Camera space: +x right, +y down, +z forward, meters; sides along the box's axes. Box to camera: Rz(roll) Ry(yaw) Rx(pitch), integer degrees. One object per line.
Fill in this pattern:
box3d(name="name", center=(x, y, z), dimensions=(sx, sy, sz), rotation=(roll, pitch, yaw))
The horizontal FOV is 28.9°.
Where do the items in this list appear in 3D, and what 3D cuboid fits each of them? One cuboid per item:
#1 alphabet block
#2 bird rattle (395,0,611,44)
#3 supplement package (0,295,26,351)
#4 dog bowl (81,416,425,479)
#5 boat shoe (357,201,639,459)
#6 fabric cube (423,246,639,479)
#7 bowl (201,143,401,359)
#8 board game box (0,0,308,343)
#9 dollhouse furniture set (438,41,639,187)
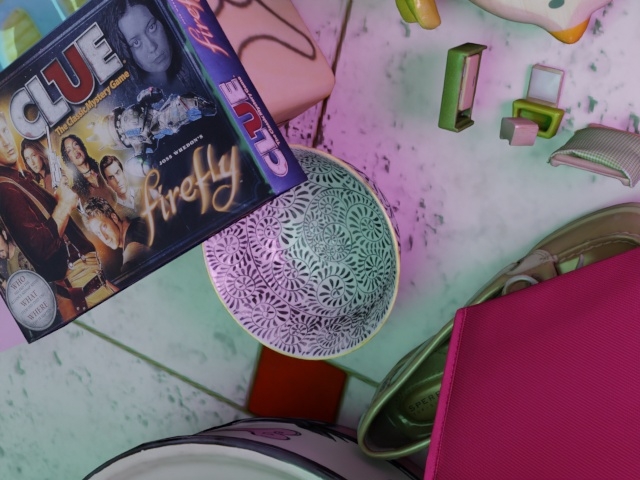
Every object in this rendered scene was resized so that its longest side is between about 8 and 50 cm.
box3d(name="alphabet block", center=(-0.141, -0.134, 0.931), dimensions=(0.193, 0.197, 0.192), rotation=(-29, 90, 32))
box3d(name="bird rattle", center=(0.131, -0.245, 0.818), dimensions=(0.207, 0.143, 0.253), rotation=(32, 106, 4))
box3d(name="supplement package", center=(-0.394, 0.009, 1.125), dimensions=(0.203, 0.149, 0.194), rotation=(10, 112, 37))
box3d(name="dog bowl", center=(-0.028, 0.327, 1.018), dimensions=(0.408, 0.150, 0.407), rotation=(7, 107, 25))
box3d(name="boat shoe", center=(0.143, 0.079, 0.902), dimensions=(0.104, 0.089, 0.285), rotation=(50, 122, 6))
box3d(name="fabric cube", center=(0.238, 0.167, 0.734), dimensions=(0.258, 0.254, 0.259), rotation=(-24, 123, 32))
box3d(name="bowl", center=(0.000, 0.000, 0.963), dimensions=(0.170, 0.080, 0.170), rotation=(9, 110, 27))
box3d(name="board game box", center=(-0.145, -0.053, 0.816), dimensions=(0.243, 0.042, 0.165), rotation=(-30, 90, 32))
box3d(name="dollhouse furniture set", center=(0.160, -0.090, 0.848), dimensions=(0.152, 0.076, 0.058), rotation=(18, 114, 24))
